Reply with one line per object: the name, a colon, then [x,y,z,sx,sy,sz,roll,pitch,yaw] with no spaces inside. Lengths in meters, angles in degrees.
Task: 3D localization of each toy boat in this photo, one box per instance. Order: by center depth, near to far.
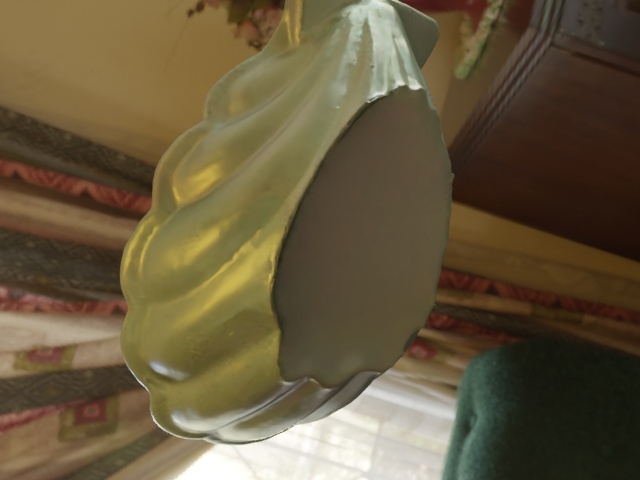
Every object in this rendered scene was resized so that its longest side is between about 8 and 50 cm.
toy boat: [0.000,0.000,0.491,0.100,0.199,0.291,24,102,52]
